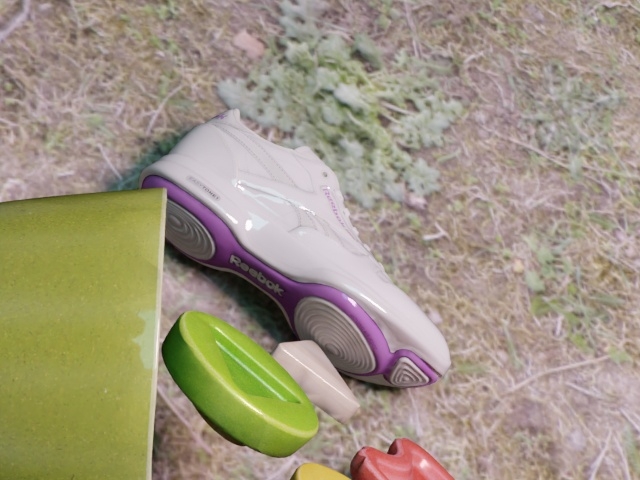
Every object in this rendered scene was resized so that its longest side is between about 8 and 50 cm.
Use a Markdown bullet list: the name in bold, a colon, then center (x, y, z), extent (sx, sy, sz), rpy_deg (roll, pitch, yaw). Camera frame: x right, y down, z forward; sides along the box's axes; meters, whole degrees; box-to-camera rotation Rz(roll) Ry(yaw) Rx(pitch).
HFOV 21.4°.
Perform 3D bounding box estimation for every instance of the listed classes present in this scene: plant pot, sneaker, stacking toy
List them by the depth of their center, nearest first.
- **plant pot**: center (-0.262, 0.092, 1.194), extent (0.293, 0.275, 0.275), rpy_deg (3, 59, -6)
- **stacking toy**: center (-0.018, 0.199, 1.263), extent (0.279, 0.130, 0.309), rpy_deg (46, 12, 25)
- **sneaker**: center (0.000, 0.000, 1.438), extent (0.305, 0.114, 0.152), rpy_deg (39, 54, 0)
